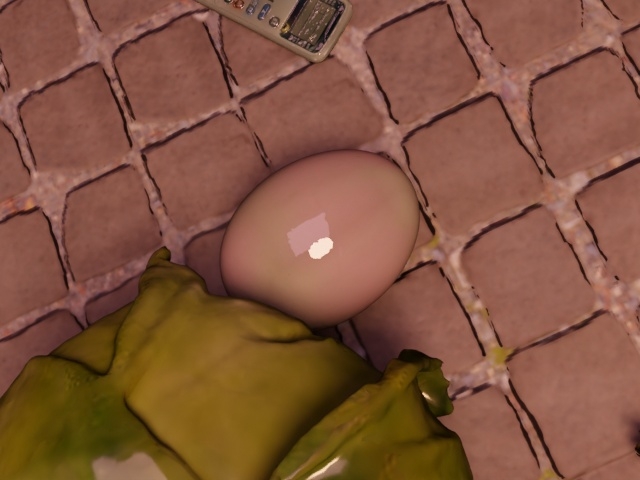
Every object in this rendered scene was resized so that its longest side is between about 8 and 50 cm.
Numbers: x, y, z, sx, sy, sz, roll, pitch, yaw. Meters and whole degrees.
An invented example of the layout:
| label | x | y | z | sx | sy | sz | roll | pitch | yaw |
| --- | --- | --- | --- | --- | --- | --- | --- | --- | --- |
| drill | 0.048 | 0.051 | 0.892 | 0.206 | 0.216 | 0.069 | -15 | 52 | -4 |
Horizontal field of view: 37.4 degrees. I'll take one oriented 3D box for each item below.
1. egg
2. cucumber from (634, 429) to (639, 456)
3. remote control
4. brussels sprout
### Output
| label | x | y | z | sx | sy | sz | roll | pitch | yaw |
| --- | --- | --- | --- | --- | --- | --- | --- | --- | --- |
| egg | 0.000 | 0.000 | 0.592 | 0.135 | 0.103 | 0.103 | -35 | 73 | 1 |
| cucumber | 0.270 | 0.095 | 0.539 | 0.181 | 0.053 | 0.053 | -23 | 74 | 10 |
| remote control | -0.037 | -0.174 | 0.685 | 0.124 | 0.018 | 0.053 | 31 | 87 | 17 |
| brussels sprout | -0.052 | 0.149 | 0.505 | 0.259 | 0.227 | 0.294 | 37 | 115 | 16 |
